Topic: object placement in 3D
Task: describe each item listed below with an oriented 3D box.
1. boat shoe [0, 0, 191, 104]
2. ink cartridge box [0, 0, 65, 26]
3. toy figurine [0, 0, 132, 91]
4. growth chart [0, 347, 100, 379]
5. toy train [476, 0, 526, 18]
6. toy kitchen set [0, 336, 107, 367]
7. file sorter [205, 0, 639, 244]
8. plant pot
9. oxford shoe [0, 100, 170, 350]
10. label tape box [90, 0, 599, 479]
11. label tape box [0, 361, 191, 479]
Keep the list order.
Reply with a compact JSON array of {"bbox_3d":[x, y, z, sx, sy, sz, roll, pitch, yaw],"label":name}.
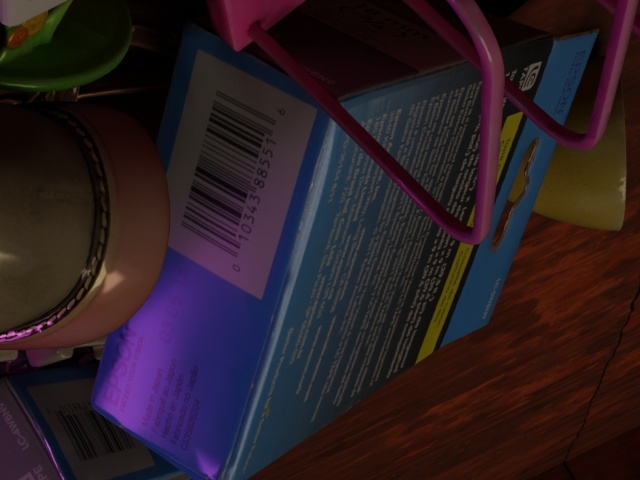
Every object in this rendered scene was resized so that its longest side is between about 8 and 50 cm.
[{"bbox_3d":[-0.140,-0.097,0.709,0.178,0.060,0.064,-12,154,-33],"label":"boat shoe"},{"bbox_3d":[-0.074,-0.148,0.433,0.099,0.056,0.135,-34,158,-32],"label":"ink cartridge box"},{"bbox_3d":[-0.126,-0.151,0.535,0.173,0.130,0.159,-43,164,-52],"label":"toy figurine"},{"bbox_3d":[-0.262,0.107,1.081,0.172,0.021,0.237,-30,157,9],"label":"growth chart"},{"bbox_3d":[0.081,-0.130,0.936,0.158,0.027,0.036,-37,167,23],"label":"toy train"},{"bbox_3d":[-0.153,0.007,0.903,0.166,0.122,0.207,-3,168,-46],"label":"toy kitchen set"},{"bbox_3d":[0.109,-0.169,0.580,0.290,0.182,0.202,-39,160,-12],"label":"file sorter"},{"bbox_3d":[0.178,-0.072,1.063,0.095,0.134,0.134,-2,159,6],"label":"plant pot"},{"bbox_3d":[-0.258,0.011,0.640,0.397,0.140,0.146,-19,166,34],"label":"oxford shoe"},{"bbox_3d":[0.025,-0.023,0.851,0.333,0.106,0.241,-24,137,-55],"label":"label tape box"},{"bbox_3d":[-0.276,0.230,1.076,0.347,0.115,0.249,-38,168,15],"label":"label tape box"}]
